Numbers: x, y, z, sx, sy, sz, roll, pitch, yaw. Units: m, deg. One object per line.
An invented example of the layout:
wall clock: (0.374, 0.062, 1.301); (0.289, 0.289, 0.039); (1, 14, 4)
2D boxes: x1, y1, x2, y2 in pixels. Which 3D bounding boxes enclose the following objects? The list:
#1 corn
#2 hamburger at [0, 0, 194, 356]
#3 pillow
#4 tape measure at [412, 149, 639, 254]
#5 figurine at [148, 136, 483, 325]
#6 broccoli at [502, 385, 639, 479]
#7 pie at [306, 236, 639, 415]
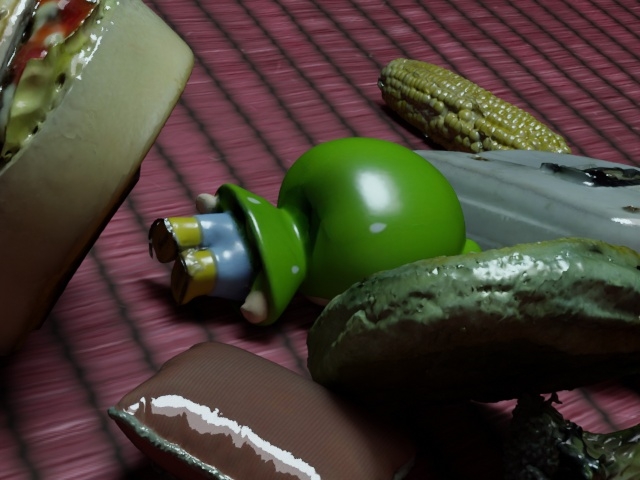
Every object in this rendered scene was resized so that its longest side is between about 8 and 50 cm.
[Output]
corn: (0.163, -0.119, 1.801); (0.086, 0.086, 0.288); (-3, 29, -39)
hamburger: (-0.216, -0.068, 1.167); (0.176, 0.300, 0.300); (30, 22, -11)
pillow: (-0.036, 0.135, 1.112); (0.179, 0.075, 0.171); (25, 19, 10)
tape measure: (0.223, -0.009, 1.502); (0.258, 0.130, 0.265); (18, 18, 39)
figurine: (0.000, 0.000, 1.369); (0.263, 0.143, 0.162); (-7, 48, -25)
broccoli: (0.219, 0.145, 1.186); (0.204, 0.118, 0.122); (-20, 33, -23)
pie: (0.118, 0.074, 1.194); (0.277, 0.277, 0.078); (5, 65, -27)
